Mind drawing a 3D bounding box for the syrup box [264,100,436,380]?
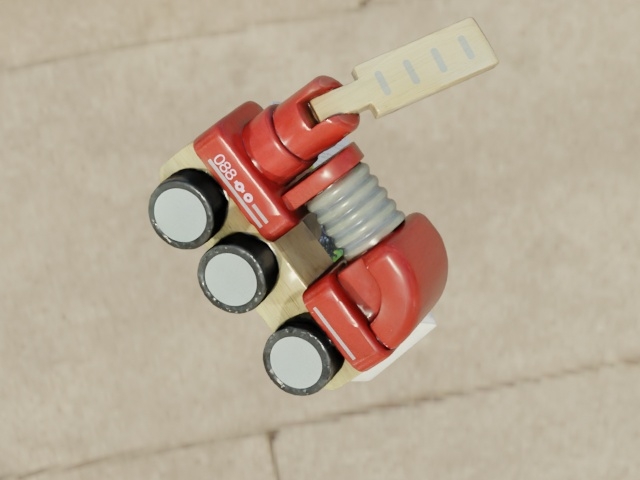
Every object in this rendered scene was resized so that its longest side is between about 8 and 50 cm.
[{"bbox_3d":[0.000,0.000,1.669,0.096,0.093,0.236,9,48,-47],"label":"syrup box"}]

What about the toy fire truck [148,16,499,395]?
[{"bbox_3d":[0.034,-0.039,1.424,0.217,0.246,0.158,52,31,-3],"label":"toy fire truck"}]
